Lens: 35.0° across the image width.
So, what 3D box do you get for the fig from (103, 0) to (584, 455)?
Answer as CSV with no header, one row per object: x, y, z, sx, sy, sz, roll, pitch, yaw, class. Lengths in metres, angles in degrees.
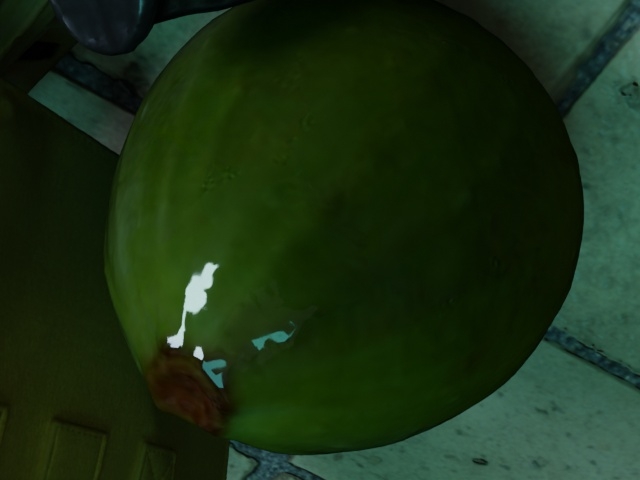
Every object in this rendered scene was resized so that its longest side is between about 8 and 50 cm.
0.000,0.000,0.622,0.316,0.316,0.316,9,131,11,fig

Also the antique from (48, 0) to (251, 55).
0.040,-0.215,0.476,0.322,0.255,0.185,-9,105,39,antique

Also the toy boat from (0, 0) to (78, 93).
-0.247,-0.138,0.699,0.445,0.162,0.136,-34,78,37,toy boat

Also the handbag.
-0.189,0.084,0.689,0.133,0.283,0.401,-6,158,23,handbag
